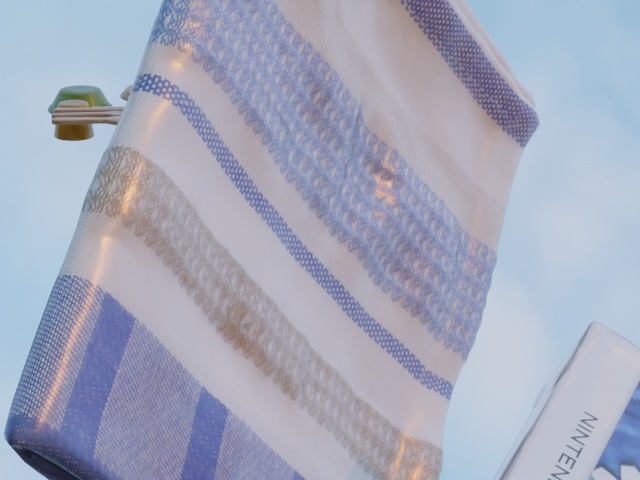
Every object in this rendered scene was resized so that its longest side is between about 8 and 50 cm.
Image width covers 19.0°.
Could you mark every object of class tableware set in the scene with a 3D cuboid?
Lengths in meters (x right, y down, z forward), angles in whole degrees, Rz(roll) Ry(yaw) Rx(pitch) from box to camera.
[{"bbox_3d":[-0.076,-0.068,1.068,0.154,0.104,0.024,-2,-73,-5],"label":"tableware set"}]

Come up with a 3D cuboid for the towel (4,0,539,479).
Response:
[{"bbox_3d":[0.000,0.000,0.691,0.034,0.285,0.209,-6,-39,35],"label":"towel"}]

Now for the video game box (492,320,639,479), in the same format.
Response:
[{"bbox_3d":[0.131,0.138,0.585,0.205,0.187,0.048,32,-48,6],"label":"video game box"}]
